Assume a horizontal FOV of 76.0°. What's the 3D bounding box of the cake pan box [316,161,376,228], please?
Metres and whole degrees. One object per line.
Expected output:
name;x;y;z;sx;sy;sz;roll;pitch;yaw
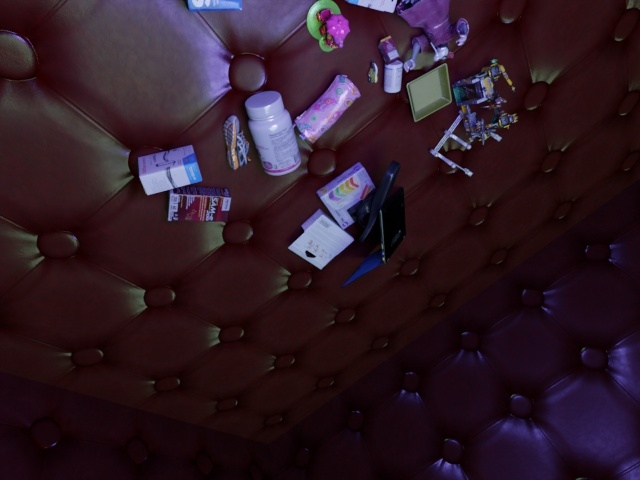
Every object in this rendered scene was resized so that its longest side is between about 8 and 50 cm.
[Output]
cake pan box;0.145;-0.204;1.944;0.246;0.070;0.267;-32;134;5

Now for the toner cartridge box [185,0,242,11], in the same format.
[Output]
toner cartridge box;-0.324;-0.855;1.168;0.165;0.075;0.347;-13;131;-17

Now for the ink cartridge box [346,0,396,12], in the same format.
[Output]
ink cartridge box;0.179;-0.862;1.410;0.180;0.060;0.104;-1;127;-25

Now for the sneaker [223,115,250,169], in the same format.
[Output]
sneaker;-0.318;-0.380;1.576;0.083;0.084;0.214;-21;138;-26

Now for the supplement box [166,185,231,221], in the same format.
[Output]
supplement box;-0.498;-0.148;1.680;0.240;0.073;0.130;0;127;-26

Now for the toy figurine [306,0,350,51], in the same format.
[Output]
toy figurine;0.042;-0.715;1.402;0.130;0.159;0.173;-22;134;-7

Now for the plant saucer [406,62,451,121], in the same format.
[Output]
plant saucer;0.456;-0.633;1.744;0.188;0.045;0.188;-29;134;0

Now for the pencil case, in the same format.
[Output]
pencil case;0.021;-0.509;1.593;0.284;0.124;0.124;-42;133;14

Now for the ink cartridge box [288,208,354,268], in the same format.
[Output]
ink cartridge box;0.000;0.000;2.050;0.239;0.060;0.275;-42;133;13

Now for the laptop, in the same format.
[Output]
laptop;0.260;-0.019;2.016;0.237;0.382;0.407;3;112;25

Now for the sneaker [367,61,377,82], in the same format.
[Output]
sneaker;0.204;-0.659;1.613;0.035;0.031;0.083;-21;133;-8

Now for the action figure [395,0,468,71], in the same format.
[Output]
action figure;0.412;-0.816;1.522;0.248;0.275;0.370;-4;161;29

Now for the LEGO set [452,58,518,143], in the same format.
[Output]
LEGO set;0.722;-0.589;1.739;0.255;0.192;0.331;-15;108;-7

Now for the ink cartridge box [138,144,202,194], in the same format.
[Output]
ink cartridge box;-0.554;-0.262;1.505;0.203;0.148;0.085;-17;134;-12

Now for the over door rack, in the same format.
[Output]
over door rack;0.715;-0.455;1.975;0.324;0.108;0.239;17;119;-35

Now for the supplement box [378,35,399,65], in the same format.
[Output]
supplement box;0.257;-0.717;1.548;0.043;0.055;0.083;-27;97;-3

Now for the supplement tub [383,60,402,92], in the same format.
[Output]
supplement tub;0.288;-0.654;1.630;0.071;0.071;0.107;-15;133;-14

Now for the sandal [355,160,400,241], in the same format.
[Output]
sandal;0.242;-0.183;1.875;0.167;0.107;0.445;-51;164;-47

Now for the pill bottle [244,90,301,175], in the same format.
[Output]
pill bottle;-0.180;-0.404;1.555;0.161;0.160;0.283;-22;133;-8
